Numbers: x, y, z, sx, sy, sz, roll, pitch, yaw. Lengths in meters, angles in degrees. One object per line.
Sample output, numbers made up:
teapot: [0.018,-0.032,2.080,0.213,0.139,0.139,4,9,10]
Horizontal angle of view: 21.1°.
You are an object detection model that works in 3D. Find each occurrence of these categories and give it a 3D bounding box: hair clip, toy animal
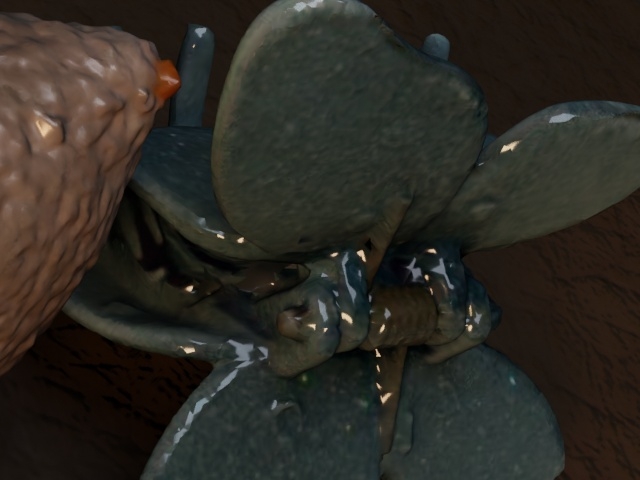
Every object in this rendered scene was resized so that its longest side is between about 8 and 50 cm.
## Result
hair clip: [0.000,0.000,1.006,0.318,0.392,0.238,-4,30,-33]
toy animal: [-0.226,0.007,0.810,0.188,0.358,0.226,56,5,-7]
